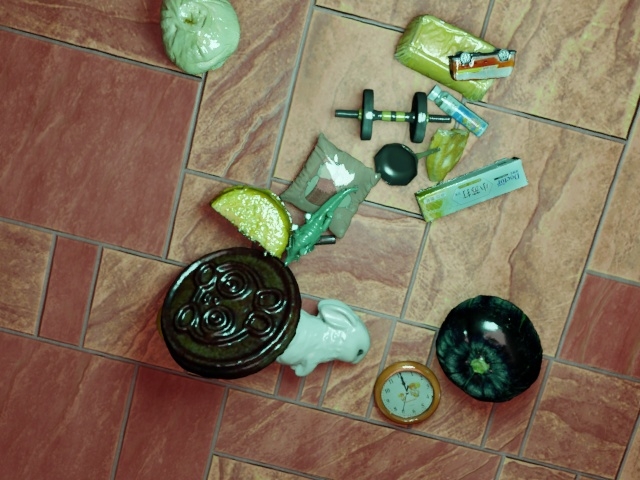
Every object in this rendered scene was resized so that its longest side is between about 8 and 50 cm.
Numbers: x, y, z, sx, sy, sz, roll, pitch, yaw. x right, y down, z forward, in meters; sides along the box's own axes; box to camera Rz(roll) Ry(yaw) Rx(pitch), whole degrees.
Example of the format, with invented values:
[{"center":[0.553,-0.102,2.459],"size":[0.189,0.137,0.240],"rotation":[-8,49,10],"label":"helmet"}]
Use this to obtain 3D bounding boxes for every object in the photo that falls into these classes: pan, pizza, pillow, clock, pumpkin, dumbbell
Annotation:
[{"center":[0.255,-0.220,1.832],"size":[0.201,0.048,0.129],"rotation":[7,126,28],"label":"pan"},{"center":[0.361,-0.266,1.828],"size":[0.161,0.182,0.062],"rotation":[-36,57,-11],"label":"pizza"},{"center":[0.030,-0.156,1.862],"size":[0.223,0.084,0.236],"rotation":[31,99,-5],"label":"pillow"},{"center":[0.266,0.467,1.978],"size":[0.205,0.051,0.206],"rotation":[0,100,2],"label":"clock"},{"center":[0.488,0.307,1.861],"size":[0.314,0.238,0.316],"rotation":[8,114,18],"label":"pumpkin"},{"center":[0.202,-0.346,1.799],"size":[0.325,0.143,0.143],"rotation":[3,99,1],"label":"dumbbell"}]

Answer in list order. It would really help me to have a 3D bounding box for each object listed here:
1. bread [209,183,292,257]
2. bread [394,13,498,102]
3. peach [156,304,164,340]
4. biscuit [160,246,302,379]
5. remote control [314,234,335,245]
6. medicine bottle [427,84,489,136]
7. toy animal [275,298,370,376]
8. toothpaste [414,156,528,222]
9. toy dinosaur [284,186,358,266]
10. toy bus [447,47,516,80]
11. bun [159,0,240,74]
[{"center":[-0.179,-0.076,1.845],"size":[0.260,0.160,0.147],"rotation":[40,93,-4],"label":"bread"},{"center":[0.357,-0.508,1.783],"size":[0.288,0.119,0.153],"rotation":[25,96,-4],"label":"bread"},{"center":[-0.400,0.251,1.927],"size":[0.179,0.103,0.180],"rotation":[0,98,-2],"label":"peach"},{"center":[-0.251,0.187,1.791],"size":[0.406,0.408,0.091],"rotation":[-9,142,2],"label":"biscuit"},{"center":[0.000,0.000,1.924],"size":[0.090,0.016,0.034],"rotation":[-4,95,1],"label":"remote control"},{"center":[0.392,-0.370,1.840],"size":[0.191,0.051,0.051],"rotation":[36,98,-4],"label":"medicine bottle"},{"center":[-0.027,0.267,1.896],"size":[0.356,0.194,0.258],"rotation":[-2,90,-11],"label":"toy animal"},{"center":[0.434,-0.150,1.869],"size":[0.312,0.071,0.089],"rotation":[-21,102,4],"label":"toothpaste"},{"center":[-0.015,-0.045,1.796],"size":[0.079,0.120,0.292],"rotation":[40,105,9],"label":"toy dinosaur"},{"center":[0.426,-0.462,1.698],"size":[0.174,0.079,0.077],"rotation":[-4,109,0],"label":"toy bus"},{"center":[-0.345,-0.577,1.769],"size":[0.243,0.153,0.244],"rotation":[1,101,5],"label":"bun"}]
